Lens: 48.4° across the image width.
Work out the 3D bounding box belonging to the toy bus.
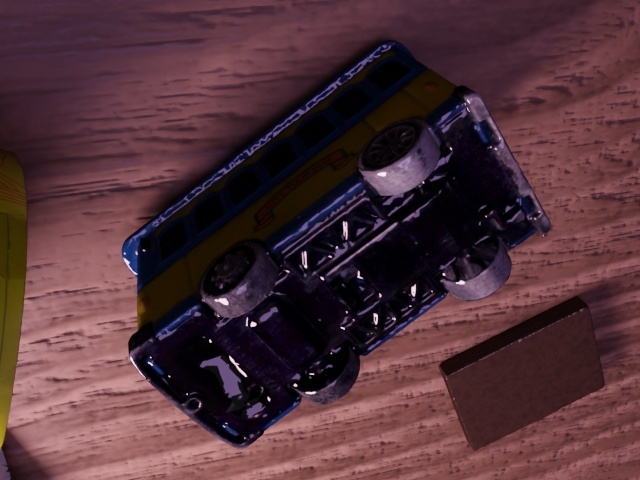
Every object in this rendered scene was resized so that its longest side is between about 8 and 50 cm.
[{"bbox_3d":[0.000,0.000,0.537,0.288,0.175,0.138,-37,123,5],"label":"toy bus"}]

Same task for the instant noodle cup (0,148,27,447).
[{"bbox_3d":[-0.312,0.043,0.414,0.221,0.311,0.311,9,115,-32],"label":"instant noodle cup"}]

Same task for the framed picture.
[{"bbox_3d":[0.224,0.148,0.780,0.168,0.023,0.128,-26,122,-3],"label":"framed picture"}]

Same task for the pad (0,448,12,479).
[{"bbox_3d":[-0.384,0.338,0.673,0.250,0.055,0.323,-14,121,-10],"label":"pad"}]
